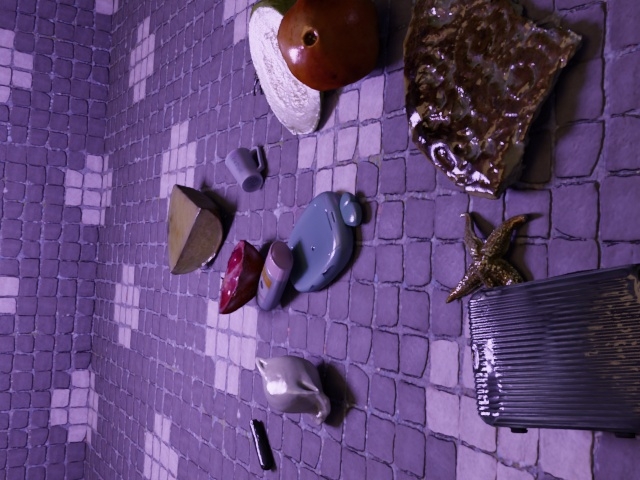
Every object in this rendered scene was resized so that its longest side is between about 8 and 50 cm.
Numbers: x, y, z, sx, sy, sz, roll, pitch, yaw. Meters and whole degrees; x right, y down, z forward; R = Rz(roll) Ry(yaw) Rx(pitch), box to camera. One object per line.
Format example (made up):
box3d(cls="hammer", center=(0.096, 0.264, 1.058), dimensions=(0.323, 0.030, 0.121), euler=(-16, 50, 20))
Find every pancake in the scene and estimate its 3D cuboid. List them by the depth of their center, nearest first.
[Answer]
box3d(cls="pancake", center=(0.248, -0.273, 1.120), dimensions=(0.304, 0.067, 0.426), euler=(-55, 42, 28))

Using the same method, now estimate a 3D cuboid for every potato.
box3d(cls="potato", center=(-0.375, -0.072, 2.033), dimensions=(0.269, 0.112, 0.255), euler=(-56, 39, 34))

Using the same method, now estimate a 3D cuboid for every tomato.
box3d(cls="tomato", center=(-0.185, 0.100, 1.707), dimensions=(0.173, 0.099, 0.189), euler=(147, 135, -61))

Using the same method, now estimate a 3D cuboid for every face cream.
box3d(cls="face cream", center=(-0.109, 0.087, 1.585), dimensions=(0.198, 0.057, 0.084), euler=(110, 148, -52))

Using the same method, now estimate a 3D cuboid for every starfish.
box3d(cls="starfish", center=(0.259, 0.044, 1.070), dimensions=(0.216, 0.050, 0.223), euler=(118, 147, -45))

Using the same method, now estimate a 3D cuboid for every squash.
box3d(cls="squash", center=(-0.078, -0.384, 1.519), dimensions=(0.189, 0.189, 0.260), euler=(3, 85, 58))

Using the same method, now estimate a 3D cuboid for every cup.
box3d(cls="cup", center=(-0.188, -0.195, 1.795), dimensions=(0.104, 0.074, 0.116), euler=(-42, 50, 11))

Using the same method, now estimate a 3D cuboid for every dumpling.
box3d(cls="dumpling", center=(-0.052, 0.326, 1.470), dimensions=(0.229, 0.124, 0.151), euler=(24, 145, 49))

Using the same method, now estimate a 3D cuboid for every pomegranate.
box3d(cls="pomegranate", center=(0.022, -0.398, 1.351), dimensions=(0.209, 0.209, 0.209), euler=(-11, 77, 57))

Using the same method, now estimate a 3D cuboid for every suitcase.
box3d(cls="suitcase", center=(0.329, 0.136, 0.846), dimensions=(0.312, 0.128, 0.202), euler=(-17, 72, 53))

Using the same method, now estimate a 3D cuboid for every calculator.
box3d(cls="calculator", center=(0.000, 0.000, 1.482), dimensions=(0.299, 0.041, 0.185), euler=(-48, 47, 47))

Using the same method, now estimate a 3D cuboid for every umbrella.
box3d(cls="umbrella", center=(-0.148, 0.501, 1.671), dimensions=(0.036, 0.031, 0.133), euler=(-56, 42, 36))

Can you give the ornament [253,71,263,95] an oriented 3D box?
box3d(cls="ornament", center=(-0.155, -0.450, 1.801), dimensions=(0.073, 0.028, 0.125), euler=(-10, 80, 57))
